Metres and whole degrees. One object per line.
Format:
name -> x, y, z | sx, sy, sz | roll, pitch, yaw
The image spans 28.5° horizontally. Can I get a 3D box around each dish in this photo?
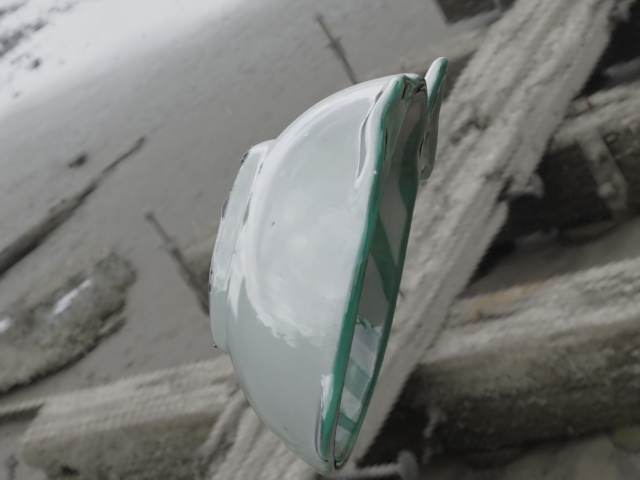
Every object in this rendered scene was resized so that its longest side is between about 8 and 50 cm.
dish -> 0.000, 0.000, 0.623 | 0.078, 0.224, 0.246 | 12, 42, 10
